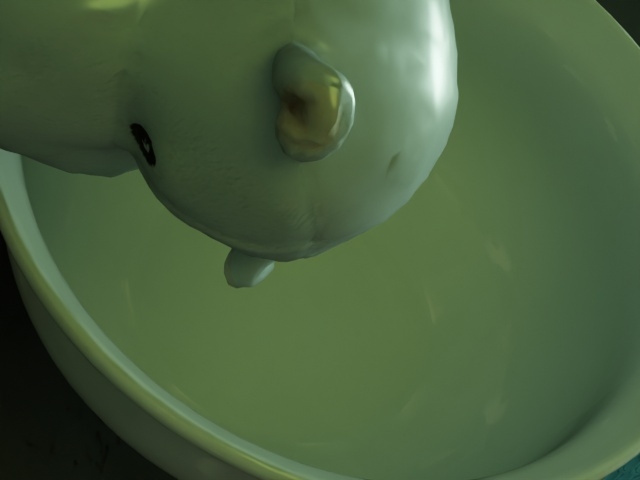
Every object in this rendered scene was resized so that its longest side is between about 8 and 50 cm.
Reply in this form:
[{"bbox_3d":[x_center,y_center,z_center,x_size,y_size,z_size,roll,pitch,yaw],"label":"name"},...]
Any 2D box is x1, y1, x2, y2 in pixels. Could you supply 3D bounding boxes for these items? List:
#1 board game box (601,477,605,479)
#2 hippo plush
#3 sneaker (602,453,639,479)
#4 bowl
[{"bbox_3d":[0.176,0.131,0.850,0.147,0.045,0.193,44,61,-16],"label":"board game box"},{"bbox_3d":[-0.014,-0.104,0.581,0.294,0.234,0.237,18,76,-2],"label":"hippo plush"},{"bbox_3d":[0.141,0.234,0.728,0.319,0.127,0.208,-40,104,-8],"label":"sneaker"},{"bbox_3d":[0.000,0.000,0.692,0.298,0.134,0.298,10,53,-14],"label":"bowl"}]
